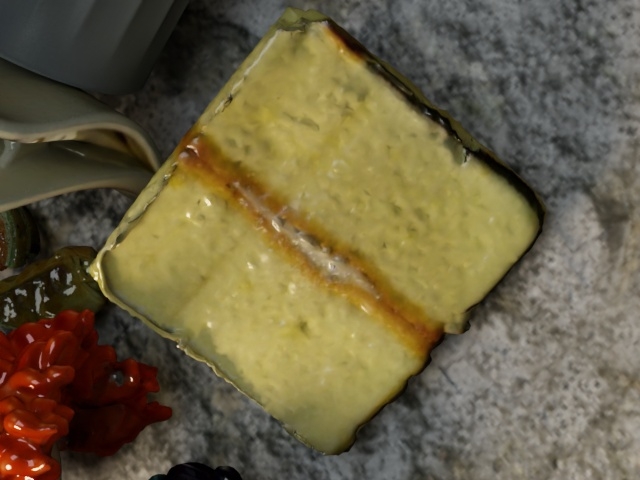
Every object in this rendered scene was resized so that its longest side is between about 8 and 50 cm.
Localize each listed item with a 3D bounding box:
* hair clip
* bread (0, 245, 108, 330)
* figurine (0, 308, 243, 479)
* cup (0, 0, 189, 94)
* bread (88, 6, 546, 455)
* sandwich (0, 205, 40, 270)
[{"bbox_3d":[-0.226,-0.084,1.241,0.172,0.282,0.113,28,110,25],"label":"hair clip"},{"bbox_3d":[-0.219,0.045,1.354,0.110,0.060,0.066,-25,43,19],"label":"bread"},{"bbox_3d":[-0.200,0.228,1.252,0.412,0.241,0.306,47,127,4],"label":"figurine"},{"bbox_3d":[-0.189,-0.330,1.276,0.323,0.237,0.327,41,110,34],"label":"cup"},{"bbox_3d":[0.000,0.000,1.198,0.236,0.198,0.263,44,103,15],"label":"bread"},{"bbox_3d":[-0.273,-0.004,1.384,0.069,0.026,0.101,-43,48,11],"label":"sandwich"}]
